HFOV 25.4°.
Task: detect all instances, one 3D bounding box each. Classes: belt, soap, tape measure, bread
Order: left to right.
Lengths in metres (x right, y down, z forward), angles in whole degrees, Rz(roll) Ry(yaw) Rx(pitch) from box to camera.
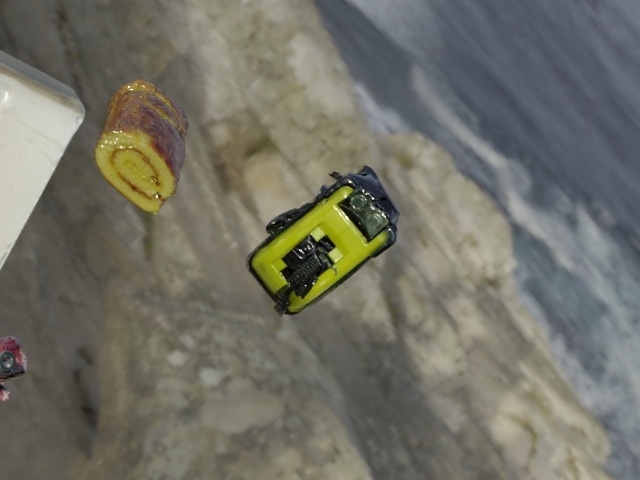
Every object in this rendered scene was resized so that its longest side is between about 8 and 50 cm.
[{"bbox_3d":[-0.239,-0.034,0.865,0.121,0.183,0.064,27,8,-26],"label":"soap"},{"bbox_3d":[-0.339,0.113,1.232,0.053,0.232,0.071,11,82,-47],"label":"belt"},{"bbox_3d":[-0.242,-0.135,1.953,0.132,0.103,0.172,42,24,-21],"label":"bread"},{"bbox_3d":[0.000,0.000,1.644,0.112,0.186,0.199,49,9,0],"label":"tape measure"}]
